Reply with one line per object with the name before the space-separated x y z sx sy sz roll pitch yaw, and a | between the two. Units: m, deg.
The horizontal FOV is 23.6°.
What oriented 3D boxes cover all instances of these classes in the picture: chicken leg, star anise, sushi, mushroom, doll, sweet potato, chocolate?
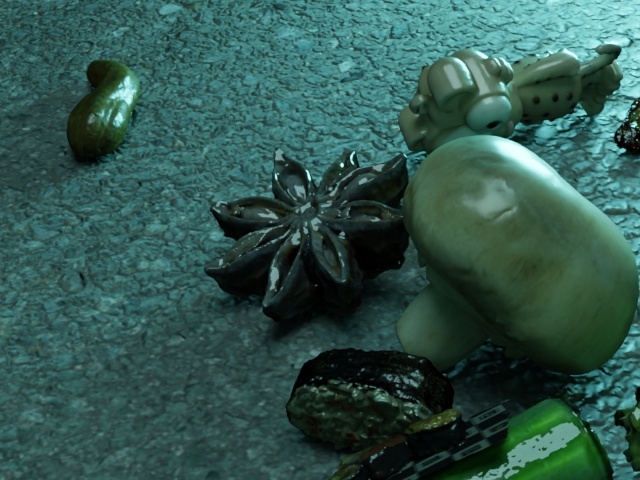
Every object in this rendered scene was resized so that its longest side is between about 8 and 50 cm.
chicken leg | 0.402 -0.147 1.854 0.062 0.037 0.145 35 48 13
star anise | 0.001 -0.001 1.636 0.236 0.109 0.223 -43 40 -19
sushi | 0.046 0.151 1.431 0.150 0.090 0.078 9 42 14
mushroom | 0.166 0.034 1.484 0.234 0.254 0.260 -47 41 7
doll | 0.230 -0.174 1.820 0.278 0.154 0.119 -14 64 -17
sweet potato | -0.273 -0.179 1.953 0.081 0.062 0.233 -4 33 3
sushi | 0.070 0.179 1.322 0.201 0.031 0.139 -26 3 7
chocolate | 0.099 0.237 1.291 0.291 0.110 0.110 -25 39 -10

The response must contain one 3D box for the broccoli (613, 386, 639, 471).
broccoli | 0.436 0.140 1.304 0.334 0.272 0.324 22 3 41
